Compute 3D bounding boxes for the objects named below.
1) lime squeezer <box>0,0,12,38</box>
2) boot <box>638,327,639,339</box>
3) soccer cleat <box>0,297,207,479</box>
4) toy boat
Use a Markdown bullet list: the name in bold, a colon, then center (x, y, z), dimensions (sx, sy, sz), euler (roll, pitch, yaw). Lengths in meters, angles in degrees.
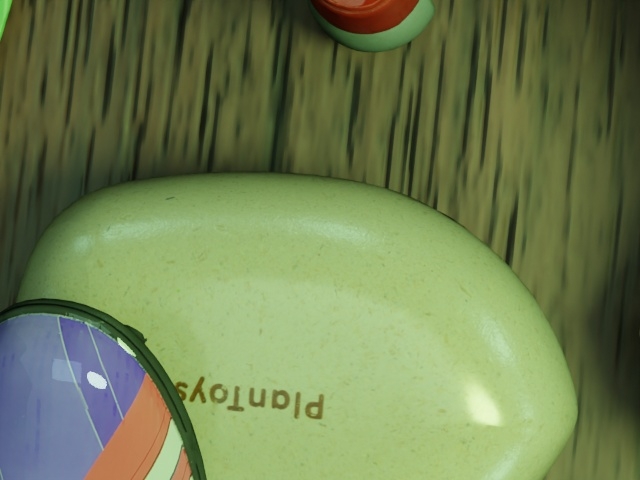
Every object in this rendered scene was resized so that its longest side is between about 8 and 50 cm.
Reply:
- **lime squeezer**: center (-0.092, -0.168, 0.879), dimensions (0.310, 0.059, 0.110), euler (-35, 88, -4)
- **boot**: center (0.228, -0.044, 0.776), dimensions (0.377, 0.138, 0.284), euler (33, 126, 3)
- **soccer cleat**: center (-0.116, 0.178, 0.761), dimensions (0.108, 0.116, 0.318), euler (12, 119, 11)
- **toy boat**: center (0.000, 0.000, 0.841), dimensions (0.267, 0.148, 0.318), euler (12, 94, 4)
